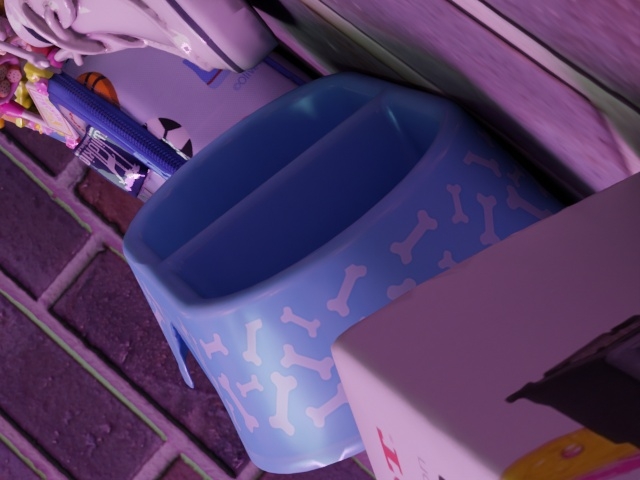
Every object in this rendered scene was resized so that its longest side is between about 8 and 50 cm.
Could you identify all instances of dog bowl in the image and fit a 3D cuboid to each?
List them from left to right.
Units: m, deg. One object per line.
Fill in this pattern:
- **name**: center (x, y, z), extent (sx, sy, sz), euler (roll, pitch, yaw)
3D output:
- **dog bowl**: center (0.000, 0.000, 0.845), extent (0.074, 0.166, 0.297), euler (54, 174, -17)

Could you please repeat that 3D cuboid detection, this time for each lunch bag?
- **lunch bag**: center (-0.028, -0.032, 1.149), extent (0.243, 0.115, 0.303), euler (38, 178, 9)

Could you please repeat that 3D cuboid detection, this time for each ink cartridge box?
- **ink cartridge box**: center (0.143, 0.138, 0.518), extent (0.306, 0.131, 0.226), euler (33, 146, 62)

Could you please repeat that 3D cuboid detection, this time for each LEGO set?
- **LEGO set**: center (-0.161, -0.115, 1.258), extent (0.107, 0.132, 0.287), euler (22, 179, 25)

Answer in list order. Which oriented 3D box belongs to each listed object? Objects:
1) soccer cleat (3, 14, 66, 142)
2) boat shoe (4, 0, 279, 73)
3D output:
- **soccer cleat**: center (-0.213, -0.143, 1.463), extent (0.331, 0.116, 0.143), euler (30, -163, -12)
- **boat shoe**: center (-0.122, -0.135, 0.994), extent (0.267, 0.088, 0.096), euler (39, 176, 41)
